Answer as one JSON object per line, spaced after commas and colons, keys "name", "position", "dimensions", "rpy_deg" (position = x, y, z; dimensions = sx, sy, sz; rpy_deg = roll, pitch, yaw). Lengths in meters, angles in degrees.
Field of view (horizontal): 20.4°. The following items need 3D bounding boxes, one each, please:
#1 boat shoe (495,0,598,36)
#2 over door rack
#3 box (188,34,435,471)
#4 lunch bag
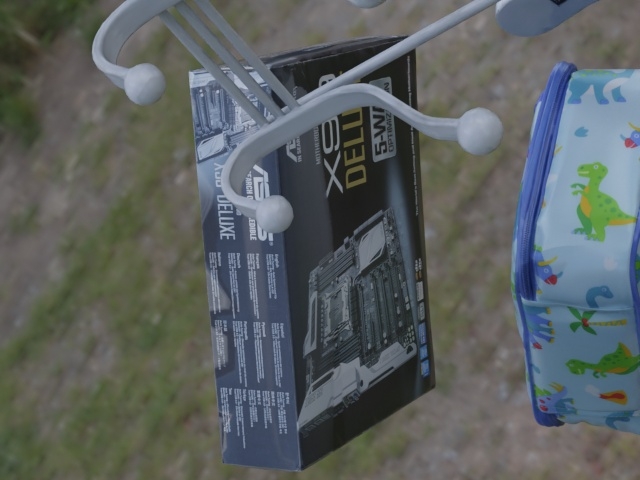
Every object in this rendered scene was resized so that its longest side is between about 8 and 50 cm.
{"name": "boat shoe", "position": [0.158, -0.165, 1.044], "dimensions": [0.142, 0.049, 0.040], "rpy_deg": [-23, 43, 43]}
{"name": "over door rack", "position": [0.039, -0.158, 0.750], "dimensions": [0.324, 0.239, 0.108], "rpy_deg": [-36, 45, 7]}
{"name": "box", "position": [0.000, 0.000, 1.409], "dimensions": [0.076, 0.242, 0.307], "rpy_deg": [1, 101, 28]}
{"name": "lunch bag", "position": [0.177, 0.006, 1.110], "dimensions": [0.090, 0.219, 0.176], "rpy_deg": [5, 57, 18]}
